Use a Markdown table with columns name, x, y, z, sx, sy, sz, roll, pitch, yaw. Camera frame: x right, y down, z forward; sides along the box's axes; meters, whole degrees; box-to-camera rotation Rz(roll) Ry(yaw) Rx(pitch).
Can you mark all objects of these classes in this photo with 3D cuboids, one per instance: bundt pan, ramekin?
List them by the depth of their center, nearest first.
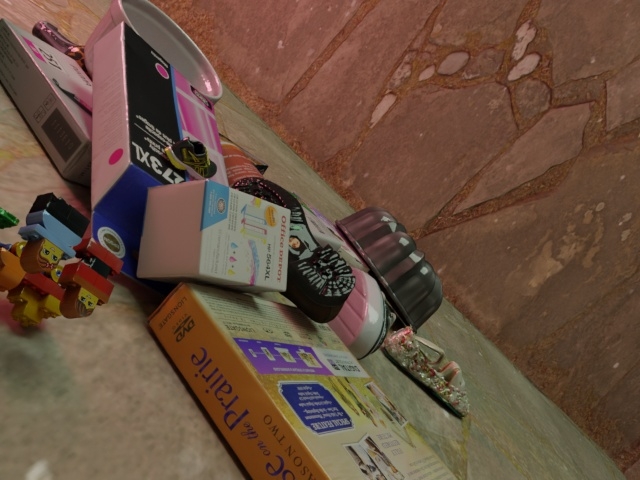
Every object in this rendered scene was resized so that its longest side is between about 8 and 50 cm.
| name | x | y | z | sx | sy | sz | roll | pitch | yaw |
| --- | --- | --- | --- | --- | --- | --- | --- | --- | --- |
| ramekin | -0.260 | -0.263 | 0.972 | 0.207 | 0.109 | 0.207 | 45 | 19 | -21 |
| bundt pan | 0.175 | 0.054 | 1.505 | 0.331 | 0.124 | 0.331 | 54 | 0 | 0 |

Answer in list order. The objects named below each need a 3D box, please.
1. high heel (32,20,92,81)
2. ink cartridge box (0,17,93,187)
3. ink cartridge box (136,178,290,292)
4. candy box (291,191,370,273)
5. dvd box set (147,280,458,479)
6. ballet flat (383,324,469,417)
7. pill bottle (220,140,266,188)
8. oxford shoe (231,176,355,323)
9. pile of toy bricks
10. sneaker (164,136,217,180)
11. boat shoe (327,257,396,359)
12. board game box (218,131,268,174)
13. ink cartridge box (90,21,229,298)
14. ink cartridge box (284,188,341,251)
| name | x | y | z | sx | sy | sz | roll | pitch | yaw |
| --- | --- | --- | --- | --- | --- | --- | --- | --- | --- |
| high heel | -0.343 | -0.282 | 1.091 | 0.186 | 0.093 | 0.261 | 44 | 22 | 30 |
| ink cartridge box | -0.296 | -0.153 | 0.858 | 0.275 | 0.060 | 0.239 | 49 | 12 | 27 |
| ink cartridge box | -0.099 | 0.003 | 0.647 | 0.089 | 0.092 | 0.143 | -4 | -13 | 36 |
| candy box | 0.000 | 0.000 | 1.399 | 0.164 | 0.070 | 0.196 | 37 | 11 | -36 |
| dvd box set | 0.044 | 0.225 | 0.621 | 0.420 | 0.062 | 0.307 | 48 | 10 | 25 |
| ballet flat | 0.222 | 0.251 | 1.214 | 0.241 | 0.077 | 0.091 | 41 | 9 | -19 |
| pill bottle | -0.114 | -0.038 | 0.921 | 0.216 | 0.121 | 0.121 | 49 | 11 | 31 |
| oxford shoe | -0.050 | 0.012 | 0.786 | 0.082 | 0.096 | 0.227 | -17 | 56 | -28 |
| pile of toy bricks | -0.223 | 0.014 | 0.364 | 0.212 | 0.118 | 0.105 | 49 | 42 | -44 |
| sneaker | -0.136 | -0.091 | 0.706 | 0.031 | 0.035 | 0.083 | 63 | 18 | 17 |
| boat shoe | 0.068 | 0.113 | 1.024 | 0.119 | 0.121 | 0.335 | 37 | 8 | -13 |
| board game box | -0.219 | -0.191 | 1.179 | 0.243 | 0.042 | 0.165 | 34 | 7 | -1 |
| ink cartridge box | -0.185 | -0.093 | 0.748 | 0.175 | 0.069 | 0.371 | 41 | 26 | -45 |
| ink cartridge box | -0.078 | -0.029 | 1.114 | 0.153 | 0.087 | 0.208 | 49 | 14 | 28 |
